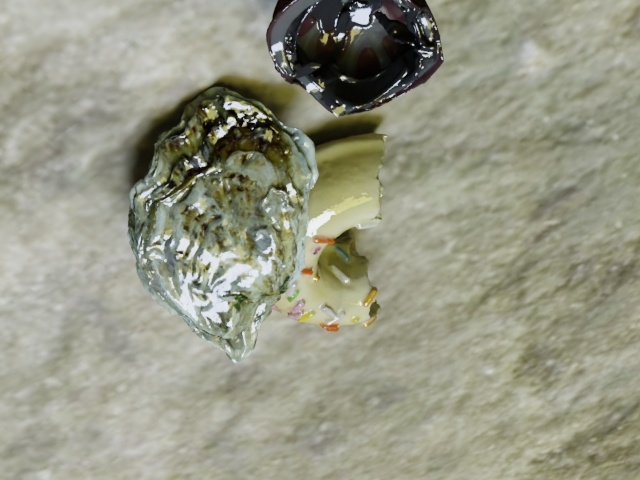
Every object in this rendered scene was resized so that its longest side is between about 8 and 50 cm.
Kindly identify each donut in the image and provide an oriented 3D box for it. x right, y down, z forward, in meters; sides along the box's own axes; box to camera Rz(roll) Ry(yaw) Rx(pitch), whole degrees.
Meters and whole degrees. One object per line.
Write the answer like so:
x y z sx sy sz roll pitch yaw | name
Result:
-0.004 0.003 1.094 0.108 0.065 0.166 -10 138 -16 | donut

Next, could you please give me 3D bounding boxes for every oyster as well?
-0.065 -0.010 1.028 0.125 0.064 0.177 22 109 -3 | oyster

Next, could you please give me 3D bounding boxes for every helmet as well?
0.017 -0.136 0.950 0.098 0.070 0.123 -29 137 18 | helmet
